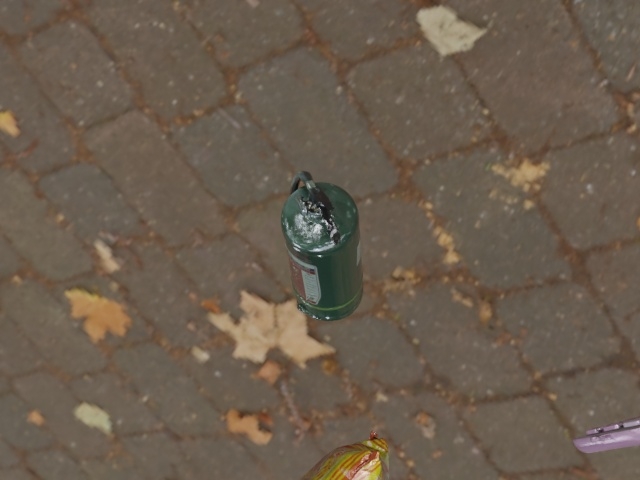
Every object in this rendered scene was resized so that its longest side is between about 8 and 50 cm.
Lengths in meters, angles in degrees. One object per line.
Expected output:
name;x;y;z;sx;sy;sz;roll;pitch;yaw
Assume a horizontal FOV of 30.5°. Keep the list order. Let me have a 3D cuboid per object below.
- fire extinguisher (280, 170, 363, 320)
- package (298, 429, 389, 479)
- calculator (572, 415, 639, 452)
fire extinguisher;0.000;0.000;1.360;0.118;0.093;0.294;62;171;24
package;0.018;0.366;1.648;0.108;0.288;0.223;43;93;6
calculator;0.423;0.201;1.307;0.194;0.294;0.043;148;113;-64
